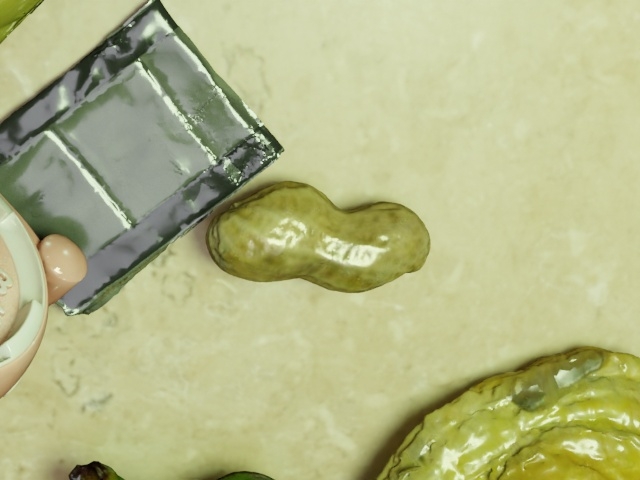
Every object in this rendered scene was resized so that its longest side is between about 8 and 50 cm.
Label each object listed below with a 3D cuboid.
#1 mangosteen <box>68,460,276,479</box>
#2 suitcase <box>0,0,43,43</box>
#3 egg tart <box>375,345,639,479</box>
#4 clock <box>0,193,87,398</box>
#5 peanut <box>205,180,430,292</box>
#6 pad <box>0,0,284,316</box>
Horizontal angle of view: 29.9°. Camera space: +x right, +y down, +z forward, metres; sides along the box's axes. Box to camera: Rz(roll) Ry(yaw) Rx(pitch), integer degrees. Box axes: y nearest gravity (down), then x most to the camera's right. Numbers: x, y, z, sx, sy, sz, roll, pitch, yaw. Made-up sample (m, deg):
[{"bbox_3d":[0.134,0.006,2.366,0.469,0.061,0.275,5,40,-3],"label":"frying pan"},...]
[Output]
[{"bbox_3d":[-0.108,0.362,1.012,0.311,0.311,0.311,-3,109,-9],"label":"mangosteen"},{"bbox_3d":[-0.272,-0.244,0.823,0.194,0.143,0.235,-44,123,8],"label":"suitcase"},{"bbox_3d":[0.235,0.262,1.101,0.339,0.153,0.351,-40,111,2],"label":"egg tart"},{"bbox_3d":[-0.317,0.041,0.871,0.142,0.241,0.227,-38,109,27],"label":"clock"},{"bbox_3d":[0.000,-0.002,1.006,0.192,0.089,0.089,7,108,-17],"label":"peanut"},{"bbox_3d":[-0.170,-0.063,0.986,0.233,0.022,0.174,-40,110,4],"label":"pad"}]
